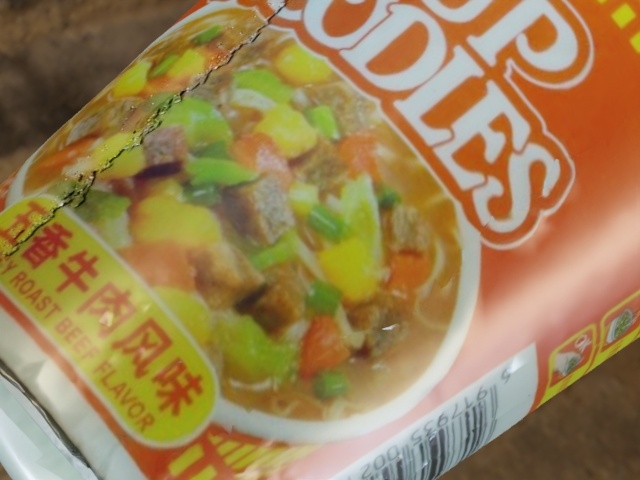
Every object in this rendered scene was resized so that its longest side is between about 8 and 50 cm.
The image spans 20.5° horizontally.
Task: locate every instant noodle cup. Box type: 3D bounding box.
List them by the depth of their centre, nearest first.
[{"bbox_3d":[0.000,0.000,0.514,0.212,0.193,0.193,-39,-98,-18],"label":"instant noodle cup"}]
